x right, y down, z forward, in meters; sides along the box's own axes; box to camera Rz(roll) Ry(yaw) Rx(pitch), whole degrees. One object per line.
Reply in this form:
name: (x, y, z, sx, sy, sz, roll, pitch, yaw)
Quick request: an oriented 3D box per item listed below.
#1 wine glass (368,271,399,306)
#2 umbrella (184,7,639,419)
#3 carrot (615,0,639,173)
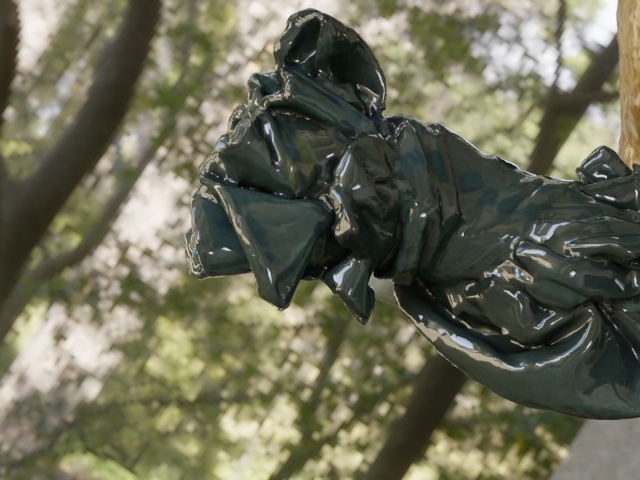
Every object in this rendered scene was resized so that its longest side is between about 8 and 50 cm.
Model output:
wine glass: (0.000, 0.000, 1.597, 0.198, 0.066, 0.066, 28, -5, -7)
umbrella: (0.109, 0.008, 0.824, 0.349, 0.143, 0.094, 22, -3, -15)
carrot: (0.364, -0.201, 1.408, 0.242, 0.340, 0.241, 2, 15, -1)
